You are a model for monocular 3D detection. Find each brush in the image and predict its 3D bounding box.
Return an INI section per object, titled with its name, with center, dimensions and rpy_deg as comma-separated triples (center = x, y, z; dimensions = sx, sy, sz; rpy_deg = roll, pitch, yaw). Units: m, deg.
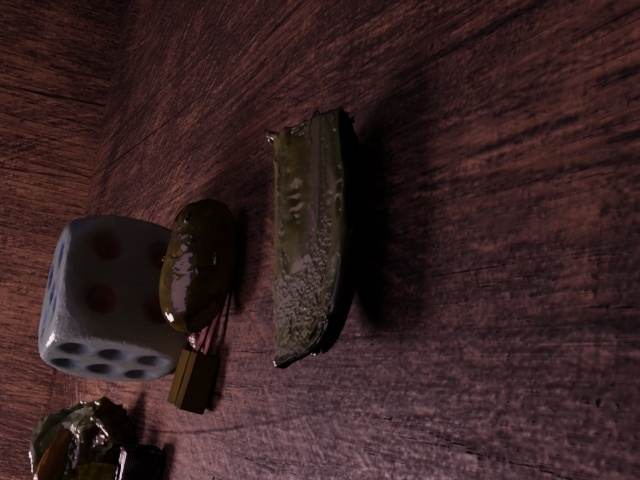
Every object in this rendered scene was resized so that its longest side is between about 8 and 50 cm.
[brush]
center = -0.206, 0.182, 1.508
dimensions = 0.103, 0.047, 0.233
rpy_deg = 0, 73, 66

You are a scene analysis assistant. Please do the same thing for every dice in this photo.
[dice]
center = -0.404, 0.123, 1.718
dimensions = 0.265, 0.268, 0.262
rpy_deg = -43, 42, 53

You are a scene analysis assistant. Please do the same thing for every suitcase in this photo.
[suitcase]
center = -0.355, 0.454, 1.657
dimensions = 0.059, 0.086, 0.126
rpy_deg = 7, 85, 66

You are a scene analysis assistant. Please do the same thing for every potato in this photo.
[potato]
center = -0.210, 0.046, 1.488
dimensions = 0.149, 0.113, 0.251
rpy_deg = -13, 66, 38

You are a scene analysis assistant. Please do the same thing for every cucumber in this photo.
[cucumber]
center = 0.003, 0.000, 1.043
dimensions = 0.145, 0.105, 0.325
rpy_deg = -20, 56, 33

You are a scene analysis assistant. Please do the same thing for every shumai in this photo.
[shumai]
center = -0.511, 0.497, 1.950
dimensions = 0.225, 0.222, 0.260
rpy_deg = -82, -18, -50

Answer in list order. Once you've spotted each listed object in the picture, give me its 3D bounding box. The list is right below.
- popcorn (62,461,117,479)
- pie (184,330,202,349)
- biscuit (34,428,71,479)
[popcorn]
center = -0.485, 0.602, 1.787
dimensions = 0.225, 0.174, 0.285
rpy_deg = 151, 132, -77
[pie]
center = -0.223, 0.123, 1.592
dimensions = 0.092, 0.034, 0.169
rpy_deg = 10, 88, 64
[biscuit]
center = -0.579, 0.546, 1.775
dimensions = 0.154, 0.045, 0.299
rpy_deg = -114, 41, -85
